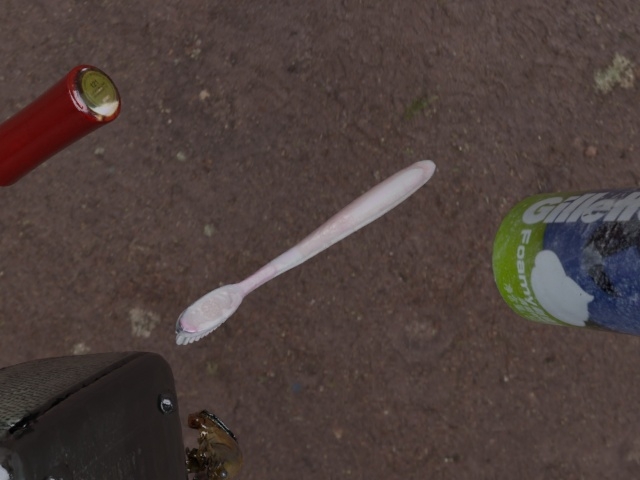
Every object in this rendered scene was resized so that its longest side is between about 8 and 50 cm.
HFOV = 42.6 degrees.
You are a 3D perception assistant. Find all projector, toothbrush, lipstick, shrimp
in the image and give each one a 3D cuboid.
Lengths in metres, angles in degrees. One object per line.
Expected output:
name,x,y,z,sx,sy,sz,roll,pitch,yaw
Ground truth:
projector,-0.301,0.350,0.901,0.242,0.405,0.394,-5,94,11
toothbrush,0.000,0.000,0.671,0.025,0.307,0.029,48,143,10
lipstick,-0.356,-0.143,1.054,0.241,0.080,0.080,-21,119,36
shrimp,-0.182,0.321,1.224,0.117,0.262,0.066,40,91,9

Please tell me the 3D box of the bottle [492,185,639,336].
bottle,0.227,0.012,0.431,0.093,0.330,0.093,0,90,-26
